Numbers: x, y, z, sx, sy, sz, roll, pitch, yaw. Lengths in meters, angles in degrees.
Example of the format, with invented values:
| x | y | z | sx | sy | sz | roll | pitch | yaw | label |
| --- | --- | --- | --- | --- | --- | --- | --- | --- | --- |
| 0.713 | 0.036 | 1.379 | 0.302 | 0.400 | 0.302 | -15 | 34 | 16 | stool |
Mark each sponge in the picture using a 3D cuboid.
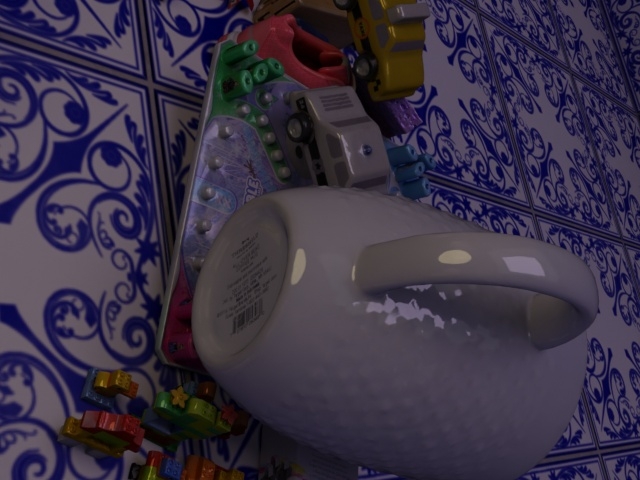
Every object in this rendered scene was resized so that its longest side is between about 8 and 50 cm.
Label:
| x | y | z | sx | sy | sz | roll | pitch | yaw | label |
| --- | --- | --- | --- | --- | --- | --- | --- | --- | --- |
| 0.078 | -0.204 | 1.213 | 0.117 | 0.031 | 0.210 | 54 | -6 | -9 | sponge |

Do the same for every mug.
| x | y | z | sx | sy | sz | roll | pitch | yaw | label |
| --- | --- | --- | --- | --- | --- | --- | --- | --- | --- |
| 0.083 | 0.074 | 0.794 | 0.328 | 0.374 | 0.276 | 22 | 62 | -33 | mug |

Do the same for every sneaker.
| x | y | z | sx | sy | sz | roll | pitch | yaw | label |
| --- | --- | --- | --- | --- | --- | --- | --- | --- | --- |
| 0.005 | -0.193 | 1.143 | 0.314 | 0.136 | 0.115 | 34 | 47 | -37 | sneaker |

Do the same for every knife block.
| x | y | z | sx | sy | sz | roll | pitch | yaw | label |
| --- | --- | --- | --- | --- | --- | --- | --- | --- | --- |
| 0.032 | -0.352 | 1.307 | 0.242 | 0.088 | 0.275 | 43 | 41 | -27 | knife block |

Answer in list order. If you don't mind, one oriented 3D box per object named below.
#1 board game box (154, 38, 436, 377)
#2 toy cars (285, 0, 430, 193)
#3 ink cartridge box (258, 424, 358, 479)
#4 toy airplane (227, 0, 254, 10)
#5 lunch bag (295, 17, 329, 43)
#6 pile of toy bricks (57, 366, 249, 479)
| x | y | z | sx | sy | sz | roll | pitch | yaw | label |
| --- | --- | --- | --- | --- | --- | --- | --- | --- | --- |
| 0.000 | 0.000 | 1.026 | 0.390 | 0.050 | 0.389 | 25 | 66 | -42 | board game box |
| 0.064 | -0.189 | 1.013 | 0.176 | 0.087 | 0.393 | 32 | 61 | -30 | toy cars |
| -0.012 | 0.260 | 0.927 | 0.104 | 0.062 | 0.181 | 32 | 48 | -38 | ink cartridge box |
| -0.099 | -0.395 | 1.173 | 0.151 | 0.028 | 0.151 | 12 | 90 | -77 | toy airplane |
| -0.028 | -0.267 | 1.201 | 0.098 | 0.067 | 0.065 | 23 | 54 | -45 | lunch bag |
| -0.128 | 0.176 | 0.792 | 0.212 | 0.105 | 0.118 | 36 | 45 | -34 | pile of toy bricks |
